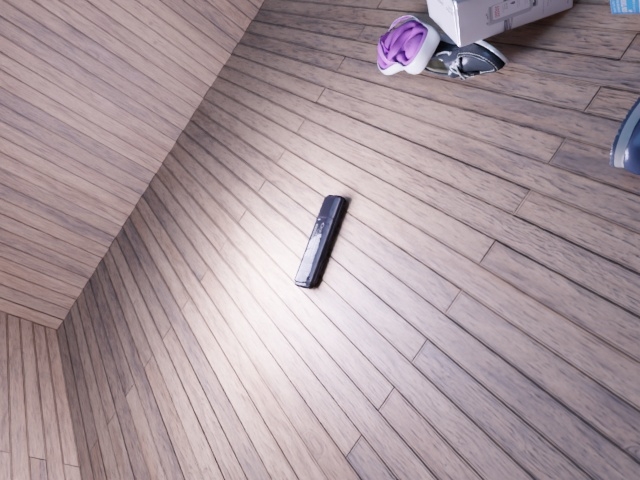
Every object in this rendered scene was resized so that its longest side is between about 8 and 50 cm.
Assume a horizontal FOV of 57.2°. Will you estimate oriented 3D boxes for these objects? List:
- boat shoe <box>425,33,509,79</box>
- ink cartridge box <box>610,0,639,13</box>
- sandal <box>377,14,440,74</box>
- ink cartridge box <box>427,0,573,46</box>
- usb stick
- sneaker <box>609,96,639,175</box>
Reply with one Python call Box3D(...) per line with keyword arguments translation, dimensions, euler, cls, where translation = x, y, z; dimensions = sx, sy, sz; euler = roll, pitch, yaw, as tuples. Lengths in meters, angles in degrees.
Box3D(translation=(0.352, -0.445, 1.465), dimensions=(0.091, 0.114, 0.302), euler=(-54, 24, 7), cls="boat shoe")
Box3D(translation=(0.642, -0.508, 1.014), dimensions=(0.232, 0.168, 0.172), euler=(12, 89, 30), cls="ink cartridge box")
Box3D(translation=(0.218, -0.551, 1.613), dimensions=(0.170, 0.102, 0.416), euler=(-61, 17, 9), cls="sandal")
Box3D(translation=(0.410, -0.587, 1.373), dimensions=(0.282, 0.117, 0.207), euler=(-19, 43, 1), cls="ink cartridge box")
Box3D(translation=(0.000, 0.000, 1.622), dimensions=(0.077, 0.045, 0.278), euler=(6, 70, 45), cls="usb stick")
Box3D(translation=(0.631, -0.247, 1.001), dimensions=(0.131, 0.112, 0.319), euler=(30, 92, 38), cls="sneaker")
